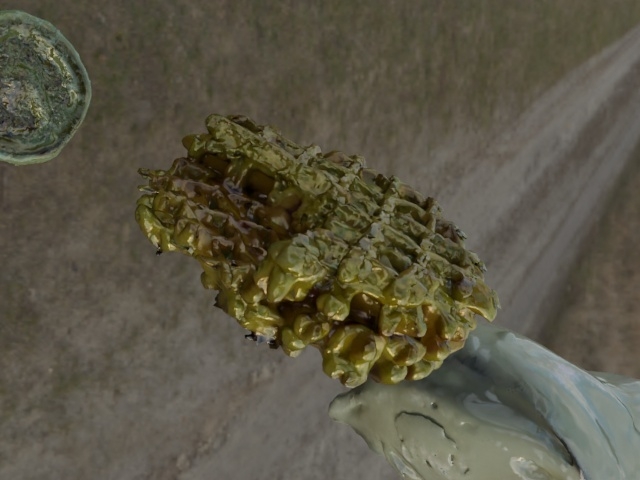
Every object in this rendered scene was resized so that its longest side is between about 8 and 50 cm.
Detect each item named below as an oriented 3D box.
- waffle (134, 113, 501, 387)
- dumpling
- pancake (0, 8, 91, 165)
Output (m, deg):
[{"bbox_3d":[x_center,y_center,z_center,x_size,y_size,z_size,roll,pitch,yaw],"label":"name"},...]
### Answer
[{"bbox_3d":[0.000,0.000,0.510,0.197,0.193,0.070,-5,129,-56],"label":"waffle"},{"bbox_3d":[0.171,0.145,0.873,0.243,0.318,0.187,-25,121,-41],"label":"dumpling"},{"bbox_3d":[-0.200,-0.101,0.630,0.108,0.017,0.108,-19,120,-36],"label":"pancake"}]
